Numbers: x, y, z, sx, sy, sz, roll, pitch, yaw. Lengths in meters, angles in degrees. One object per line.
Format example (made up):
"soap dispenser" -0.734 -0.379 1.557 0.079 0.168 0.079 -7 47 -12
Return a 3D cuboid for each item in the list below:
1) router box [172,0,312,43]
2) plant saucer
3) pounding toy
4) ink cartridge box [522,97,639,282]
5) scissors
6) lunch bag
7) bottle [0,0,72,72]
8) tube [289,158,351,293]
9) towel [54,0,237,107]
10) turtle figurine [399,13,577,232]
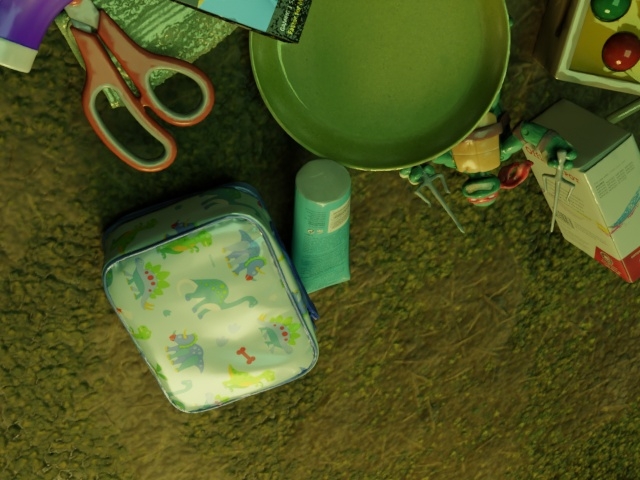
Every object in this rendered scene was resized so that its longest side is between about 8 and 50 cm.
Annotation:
"router box" -0.056 -0.274 0.899 0.133 0.046 0.178 16 95 -21
"plant saucer" 0.055 -0.186 0.985 0.241 0.037 0.240 1 107 5
"pounding toy" 0.339 -0.194 1.099 0.206 0.094 0.181 9 113 -11
"ink cartridge box" 0.306 -0.057 1.167 0.072 0.127 0.175 -37 126 -5
"scissors" -0.208 -0.186 0.893 0.109 0.021 0.297 -40 114 5
"lunch bag" -0.103 0.058 1.043 0.176 0.090 0.219 -21 123 3
"bottle" -0.207 -0.272 0.809 0.118 0.092 0.282 17 98 -35
"tube" 0.000 0.000 1.069 0.080 0.052 0.207 -14 148 -12
"towel" -0.150 -0.194 0.940 0.148 0.027 0.110 -36 126 -4
"turtle figurine" 0.157 -0.108 1.075 0.175 0.118 0.234 -17 113 -4
